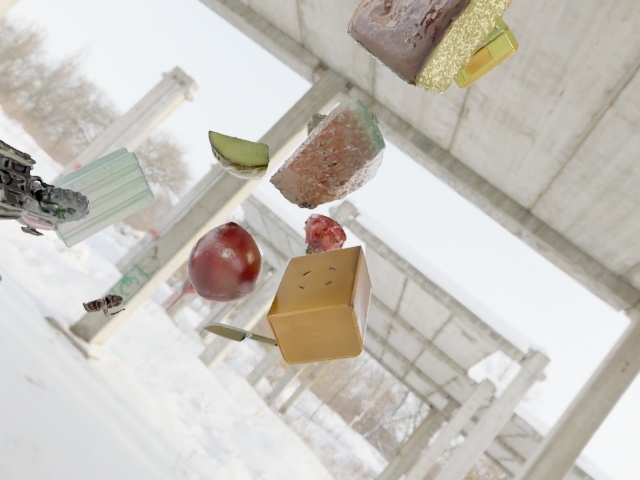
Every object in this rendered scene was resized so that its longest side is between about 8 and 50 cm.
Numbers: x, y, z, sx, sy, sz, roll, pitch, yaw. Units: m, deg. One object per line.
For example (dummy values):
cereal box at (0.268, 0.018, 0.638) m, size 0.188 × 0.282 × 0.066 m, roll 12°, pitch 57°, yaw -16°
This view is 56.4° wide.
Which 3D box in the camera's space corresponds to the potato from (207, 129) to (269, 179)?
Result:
potato at (-0.206, -0.179, 1.398) m, size 0.149 × 0.081 × 0.120 m, roll 12°, pitch -32°, yaw -20°

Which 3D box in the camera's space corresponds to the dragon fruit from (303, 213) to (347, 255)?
dragon fruit at (0.000, 0.000, 1.859) m, size 0.153 × 0.111 × 0.153 m, roll 23°, pitch -29°, yaw 13°

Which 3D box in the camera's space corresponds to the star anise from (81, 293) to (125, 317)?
star anise at (-0.712, 0.220, 2.000) m, size 0.070 × 0.097 × 0.191 m, roll 67°, pitch 16°, yaw 10°

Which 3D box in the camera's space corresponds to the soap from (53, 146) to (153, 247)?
soap at (-0.642, -0.128, 1.713) m, size 0.095 × 0.289 × 0.173 m, roll 27°, pitch -37°, yaw 44°

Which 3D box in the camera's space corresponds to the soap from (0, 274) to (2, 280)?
soap at (-0.978, 0.059, 1.624) m, size 0.077 × 0.156 × 0.293 m, roll 45°, pitch -35°, yaw 26°

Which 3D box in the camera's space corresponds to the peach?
peach at (-0.230, 0.051, 1.440) m, size 0.197 × 0.197 × 0.197 m, roll 41°, pitch -12°, yaw 11°

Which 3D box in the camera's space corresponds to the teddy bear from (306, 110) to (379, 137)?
teddy bear at (0.068, -0.398, 2.280) m, size 0.256 × 0.156 × 0.267 m, roll 21°, pitch -33°, yaw 2°

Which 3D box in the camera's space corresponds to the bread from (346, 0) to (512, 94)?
bread at (0.246, -0.542, 1.375) m, size 0.143 × 0.323 × 0.333 m, roll 15°, pitch 27°, yaw -42°

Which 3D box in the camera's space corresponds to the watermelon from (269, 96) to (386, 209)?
watermelon at (0.016, -0.168, 1.326) m, size 0.193 × 0.257 × 0.140 m, roll 59°, pitch -11°, yaw -15°

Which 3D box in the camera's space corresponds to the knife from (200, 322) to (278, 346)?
knife at (-0.290, 0.357, 2.209) m, size 0.343 × 0.061 × 0.027 m, roll 24°, pitch 27°, yaw -35°

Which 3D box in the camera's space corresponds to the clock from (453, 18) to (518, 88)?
clock at (0.449, -0.545, 1.716) m, size 0.096 × 0.202 × 0.143 m, roll 41°, pitch 23°, yaw -41°

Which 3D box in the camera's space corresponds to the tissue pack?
tissue pack at (0.008, 0.146, 1.394) m, size 0.274 × 0.194 × 0.145 m, roll -70°, pitch 148°, yaw -63°

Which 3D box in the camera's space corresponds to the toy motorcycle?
toy motorcycle at (-0.565, -0.083, 0.999) m, size 0.188 × 0.143 × 0.327 m, roll -16°, pitch -23°, yaw 31°
